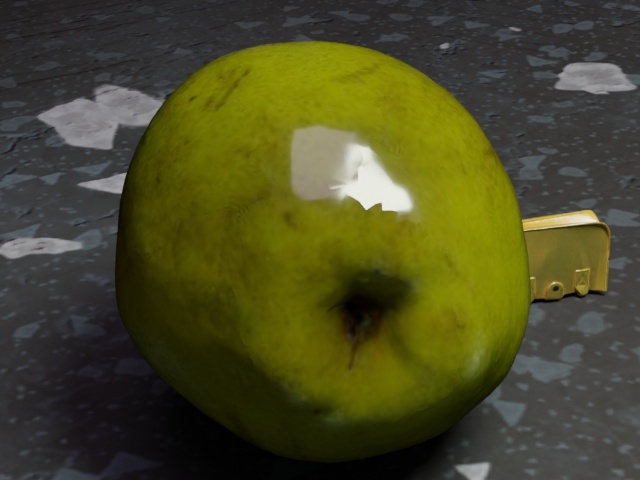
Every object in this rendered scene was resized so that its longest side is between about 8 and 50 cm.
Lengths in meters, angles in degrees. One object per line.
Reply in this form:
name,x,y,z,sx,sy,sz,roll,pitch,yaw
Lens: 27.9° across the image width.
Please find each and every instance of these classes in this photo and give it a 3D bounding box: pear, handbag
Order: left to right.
pear,0.000,0.000,0.789,0.253,0.253,0.307,-3,21,-2
handbag,0.168,0.013,0.939,0.083,0.061,0.027,-9,25,-10
